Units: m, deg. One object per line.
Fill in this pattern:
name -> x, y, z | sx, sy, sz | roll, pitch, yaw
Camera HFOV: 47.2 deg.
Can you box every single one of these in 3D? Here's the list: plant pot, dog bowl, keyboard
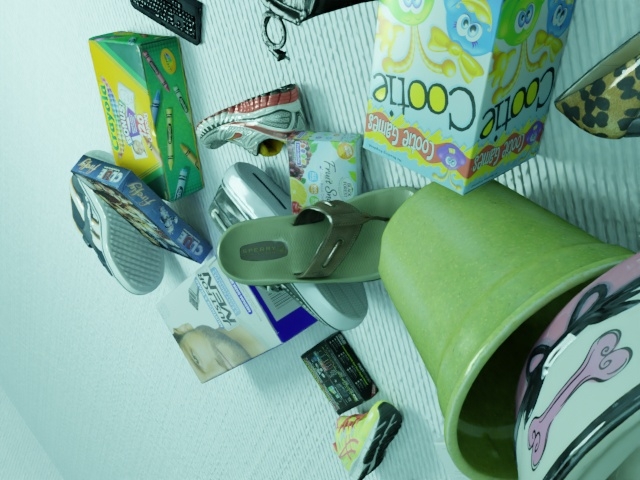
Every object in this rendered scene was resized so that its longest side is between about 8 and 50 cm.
plant pot -> 0.191, 0.065, 0.764 | 0.254, 0.276, 0.276 | -126, 32, -50
dog bowl -> 0.339, 0.155, 0.580 | 0.150, 0.408, 0.407 | -98, 11, -54
keyboard -> -0.264, -0.390, 1.187 | 0.192, 0.038, 0.100 | 34, 134, 30

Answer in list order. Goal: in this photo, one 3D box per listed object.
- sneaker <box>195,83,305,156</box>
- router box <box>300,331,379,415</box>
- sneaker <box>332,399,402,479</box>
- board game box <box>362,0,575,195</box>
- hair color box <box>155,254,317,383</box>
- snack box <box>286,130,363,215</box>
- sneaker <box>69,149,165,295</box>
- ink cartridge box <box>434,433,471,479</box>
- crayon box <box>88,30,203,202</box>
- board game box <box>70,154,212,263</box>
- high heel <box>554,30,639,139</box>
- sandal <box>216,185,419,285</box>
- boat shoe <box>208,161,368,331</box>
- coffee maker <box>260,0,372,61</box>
sneaker -> -0.109, -0.163, 1.107 | 0.225, 0.088, 0.092 | -6, 108, 50
router box -> 0.031, 0.221, 1.218 | 0.122, 0.038, 0.092 | 57, 141, 7
sneaker -> 0.063, 0.318, 1.206 | 0.094, 0.081, 0.208 | 44, 139, 25
board game box -> 0.151, -0.211, 0.737 | 0.144, 0.142, 0.275 | 31, 132, 34
hair color box -> -0.158, 0.127, 1.323 | 0.185, 0.110, 0.339 | 59, 144, 3
snack box -> 0.009, -0.080, 1.033 | 0.100, 0.037, 0.141 | 5, 119, 16
sneaker -> -0.425, -0.022, 1.524 | 0.127, 0.126, 0.321 | -39, 71, 47
ink cartridge box -> 0.239, 0.326, 0.991 | 0.060, 0.104, 0.180 | -21, 96, 51
crayon box -> -0.308, -0.222, 1.301 | 0.165, 0.081, 0.278 | 19, 125, 41
board game box -> -0.328, -0.055, 1.355 | 0.165, 0.042, 0.243 | 18, 158, 42
high heel -> 0.280, -0.204, 0.629 | 0.186, 0.093, 0.261 | 10, 128, 38
sandal -> -0.001, 0.002, 0.970 | 0.303, 0.086, 0.120 | -12, 75, 12
boat shoe -> -0.054, 0.025, 1.121 | 0.335, 0.121, 0.119 | 52, 121, 29
coffee maker -> 0.023, -0.303, 0.798 | 0.120, 0.178, 0.171 | 56, 139, 12
